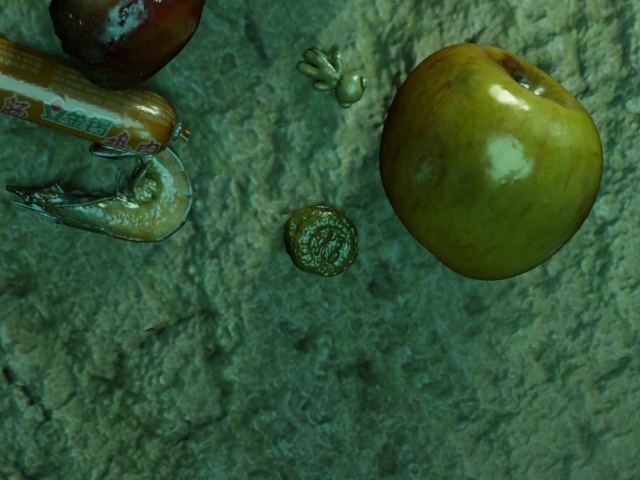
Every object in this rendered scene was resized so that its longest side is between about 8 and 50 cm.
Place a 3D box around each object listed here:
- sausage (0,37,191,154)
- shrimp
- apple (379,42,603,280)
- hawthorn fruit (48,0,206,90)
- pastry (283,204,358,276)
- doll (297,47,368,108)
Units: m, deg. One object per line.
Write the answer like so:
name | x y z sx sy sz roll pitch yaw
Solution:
sausage | -0.318 -0.181 1.748 0.312 0.093 0.093 18 105 -15
shrimp | -0.295 -0.074 1.818 0.251 0.052 0.143 6 98 -20
apple | 0.217 -0.100 1.769 0.299 0.299 0.275 28 117 -18
hawthorn fruit | -0.225 -0.296 1.695 0.235 0.181 0.181 -27 113 -18
pastry | 0.000 0.000 1.888 0.109 0.057 0.097 22 99 -19
doll | 0.017 -0.222 1.814 0.093 0.051 0.061 27 109 -16
